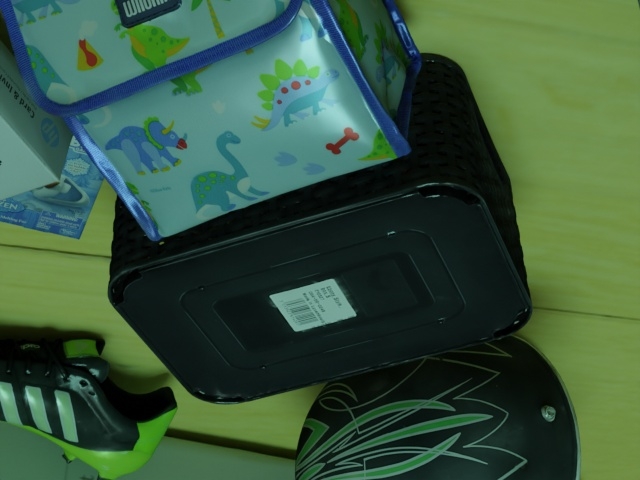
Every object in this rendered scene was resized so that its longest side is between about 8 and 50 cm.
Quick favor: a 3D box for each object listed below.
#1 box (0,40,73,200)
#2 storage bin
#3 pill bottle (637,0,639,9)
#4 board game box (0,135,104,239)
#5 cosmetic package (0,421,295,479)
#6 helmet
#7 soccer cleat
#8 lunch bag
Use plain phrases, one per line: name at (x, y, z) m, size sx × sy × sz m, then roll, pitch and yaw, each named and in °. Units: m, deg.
box at (-0.224, -0.058, 0.575) m, size 0.186 × 0.038 × 0.145 m, roll -16°, pitch 133°, yaw 22°
storage bin at (0.000, 0.000, 0.643) m, size 0.180 × 0.084 × 0.122 m, roll -16°, pitch 139°, yaw 15°
pill bottle at (0.244, -0.074, 0.458) m, size 0.224 × 0.224 × 0.392 m, roll -24°, pitch 136°, yaw 23°
board game box at (-0.147, -0.043, 0.632) m, size 0.090 × 0.020 × 0.090 m, roll 13°, pitch 137°, yaw -17°
cosmetic package at (-0.157, 0.337, 0.851) m, size 0.394 × 0.327 × 0.329 m, roll 13°, pitch 138°, yaw -16°
helmet at (0.068, 0.126, 0.739) m, size 0.169 × 0.169 × 0.161 m, roll -18°, pitch 154°, yaw 18°
soccer cleat at (-0.165, 0.078, 0.757) m, size 0.179 × 0.060 × 0.072 m, roll 28°, pitch 109°, yaw -28°
lunch bag at (-0.047, -0.089, 0.533) m, size 0.129 × 0.096 × 0.151 m, roll -18°, pitch 124°, yaw 21°
